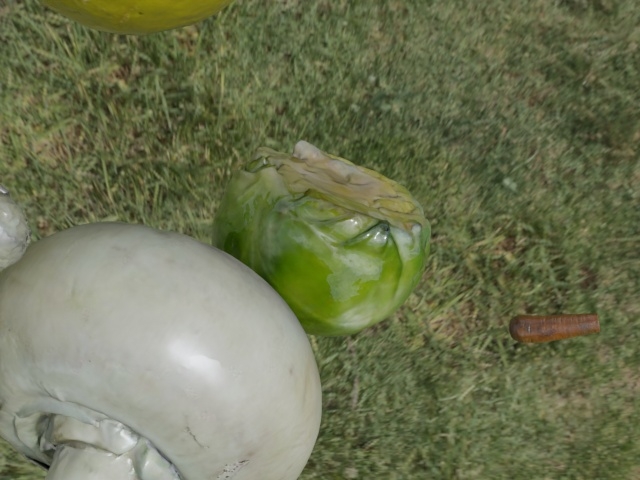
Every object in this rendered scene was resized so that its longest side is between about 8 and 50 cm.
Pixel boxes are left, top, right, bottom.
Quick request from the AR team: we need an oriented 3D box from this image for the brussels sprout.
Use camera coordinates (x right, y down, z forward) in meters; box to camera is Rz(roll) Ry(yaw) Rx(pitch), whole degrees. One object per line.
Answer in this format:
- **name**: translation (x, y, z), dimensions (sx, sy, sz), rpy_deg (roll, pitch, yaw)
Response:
- **brussels sprout**: translation (0.000, 0.005, 0.694), dimensions (0.151, 0.149, 0.122), rpy_deg (46, 118, 41)

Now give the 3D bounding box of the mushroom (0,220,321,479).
- **mushroom**: translation (-0.125, 0.109, 0.623), dimensions (0.246, 0.246, 0.202), rpy_deg (26, 58, 1)

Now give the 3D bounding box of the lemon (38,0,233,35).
- **lemon**: translation (-0.189, -0.372, 0.952), dimensions (0.347, 0.348, 0.348), rpy_deg (1, 77, -5)

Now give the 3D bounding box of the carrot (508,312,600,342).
- **carrot**: translation (0.242, 0.090, 0.976), dimensions (0.093, 0.032, 0.032), rpy_deg (-7, 76, 19)

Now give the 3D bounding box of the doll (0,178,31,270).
- **doll**: translation (-0.239, -0.040, 0.491), dimensions (0.149, 0.278, 0.175), rpy_deg (-43, 105, -26)
